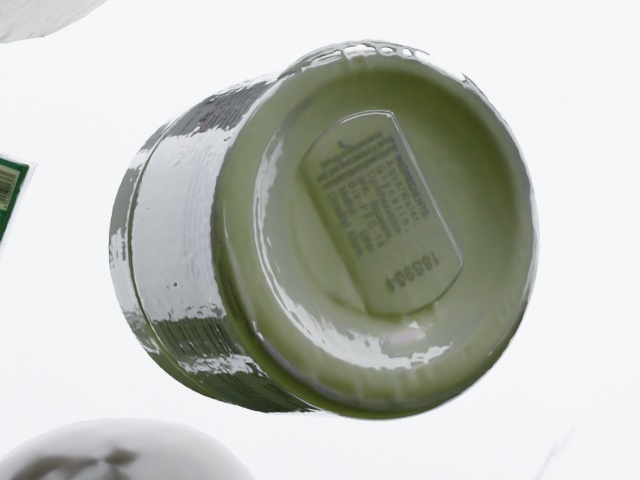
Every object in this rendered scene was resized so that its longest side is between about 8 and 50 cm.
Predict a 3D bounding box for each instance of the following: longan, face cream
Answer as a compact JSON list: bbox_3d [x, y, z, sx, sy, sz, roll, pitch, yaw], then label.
[{"bbox_3d":[-0.173,0.280,1.189,0.297,0.297,0.297,3,-54,4],"label":"longan"},{"bbox_3d":[0.000,0.000,0.712,0.177,0.177,0.153,38,-20,-20],"label":"face cream"}]

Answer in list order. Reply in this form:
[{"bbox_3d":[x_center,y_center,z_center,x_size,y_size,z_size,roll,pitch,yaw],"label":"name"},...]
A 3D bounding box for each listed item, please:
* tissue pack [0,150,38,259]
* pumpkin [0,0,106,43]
[{"bbox_3d":[-0.251,-0.015,0.966,0.085,0.079,0.111,20,-86,-6],"label":"tissue pack"},{"bbox_3d":[-0.207,-0.332,1.169,0.332,0.332,0.199,-39,-86,28],"label":"pumpkin"}]
